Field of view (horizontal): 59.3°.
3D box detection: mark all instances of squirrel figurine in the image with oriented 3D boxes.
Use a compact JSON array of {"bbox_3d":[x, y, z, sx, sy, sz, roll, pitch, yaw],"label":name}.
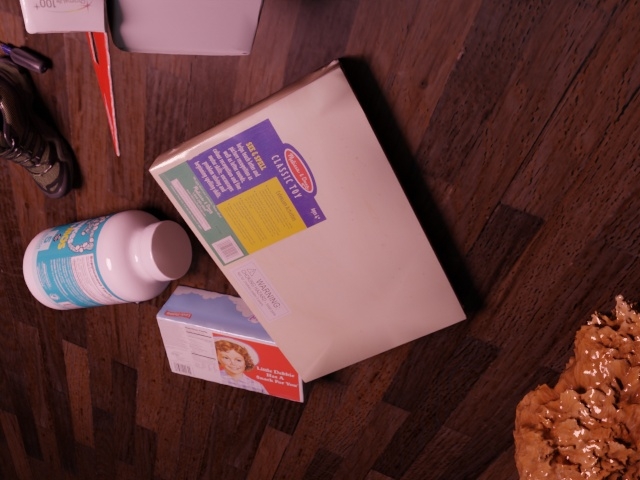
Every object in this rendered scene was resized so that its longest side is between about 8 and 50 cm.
[{"bbox_3d":[0.471,0.263,0.717,0.397,0.281,0.370,42,124,-19],"label":"squirrel figurine"}]

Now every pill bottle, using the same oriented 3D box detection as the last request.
[{"bbox_3d":[-0.341,0.032,0.916,0.263,0.146,0.146,-9,124,26],"label":"pill bottle"}]

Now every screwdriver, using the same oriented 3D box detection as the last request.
[{"bbox_3d":[-0.459,-0.280,0.795,0.169,0.025,0.024,30,134,7],"label":"screwdriver"}]

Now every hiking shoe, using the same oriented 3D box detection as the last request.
[{"bbox_3d":[-0.457,-0.146,0.835,0.086,0.114,0.227,0,128,22],"label":"hiking shoe"}]

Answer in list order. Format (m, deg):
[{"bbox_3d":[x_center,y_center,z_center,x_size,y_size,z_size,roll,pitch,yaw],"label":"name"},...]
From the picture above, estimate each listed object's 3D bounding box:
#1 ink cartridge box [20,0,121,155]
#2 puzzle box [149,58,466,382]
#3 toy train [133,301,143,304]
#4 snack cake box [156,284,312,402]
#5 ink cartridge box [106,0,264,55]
[{"bbox_3d":[-0.224,-0.244,0.469,0.060,0.275,0.239,-9,140,-23],"label":"ink cartridge box"},{"bbox_3d":[0.000,0.000,0.766,0.272,0.052,0.409,-24,117,14],"label":"puzzle box"},{"bbox_3d":[-0.305,0.079,1.022,0.036,0.027,0.158,40,131,-18],"label":"toy train"},{"bbox_3d":[-0.143,0.183,1.003,0.264,0.089,0.152,10,129,13],"label":"snack cake box"},{"bbox_3d":[-0.124,-0.317,0.442,0.117,0.278,0.201,-7,148,-26],"label":"ink cartridge box"}]
